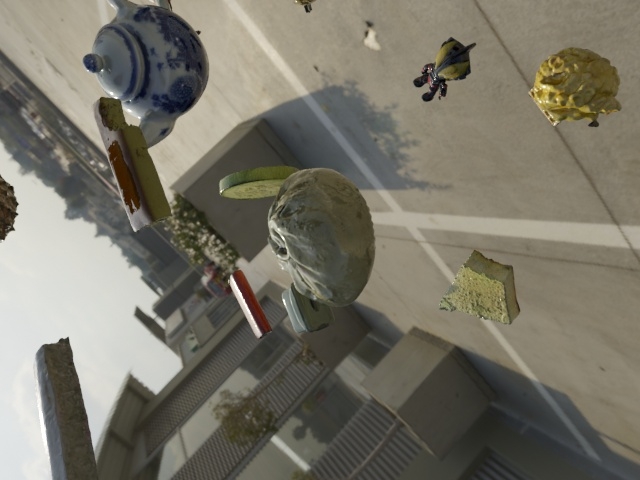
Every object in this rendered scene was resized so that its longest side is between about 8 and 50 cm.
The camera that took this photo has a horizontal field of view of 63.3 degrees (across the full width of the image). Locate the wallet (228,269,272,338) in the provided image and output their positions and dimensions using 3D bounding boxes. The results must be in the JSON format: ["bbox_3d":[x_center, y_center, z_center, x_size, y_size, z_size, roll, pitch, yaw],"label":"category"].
[{"bbox_3d":[-0.212,0.196,1.562,0.204,0.045,0.142,61,160,11],"label":"wallet"}]

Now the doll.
[{"bbox_3d":[0.387,-0.529,1.613,0.127,0.088,0.248,40,150,-13],"label":"doll"}]

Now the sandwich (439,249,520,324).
[{"bbox_3d":[0.358,0.102,1.216,0.193,0.058,0.162,7,122,46],"label":"sandwich"}]

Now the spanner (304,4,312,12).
[{"bbox_3d":[-0.047,-0.755,1.645,0.325,0.026,0.093,-92,-13,-59],"label":"spanner"}]

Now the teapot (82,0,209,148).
[{"bbox_3d":[-0.398,-0.392,1.153,0.252,0.280,0.424,7,108,34],"label":"teapot"}]

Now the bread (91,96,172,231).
[{"bbox_3d":[-0.315,-0.132,0.862,0.088,0.049,0.226,-17,93,51],"label":"bread"}]

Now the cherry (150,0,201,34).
[{"bbox_3d":[-0.388,-0.633,1.347,0.090,0.107,0.225,-4,138,39],"label":"cherry"}]

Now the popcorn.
[{"bbox_3d":[0.547,-0.325,1.103,0.180,0.180,0.170,23,128,60],"label":"popcorn"}]

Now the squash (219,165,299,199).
[{"bbox_3d":[-0.189,-0.175,1.590,0.252,0.252,0.049,146,116,-78],"label":"squash"}]

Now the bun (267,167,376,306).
[{"bbox_3d":[0.000,0.000,1.326,0.326,0.234,0.362,21,120,61],"label":"bun"}]

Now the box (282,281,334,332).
[{"bbox_3d":[-0.046,0.209,1.652,0.093,0.124,0.172,-30,77,45],"label":"box"}]

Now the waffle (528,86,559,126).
[{"bbox_3d":[0.684,-0.413,1.539,0.135,0.021,0.092,55,160,9],"label":"waffle"}]

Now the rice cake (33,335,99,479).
[{"bbox_3d":[-0.430,0.321,0.869,0.064,0.070,0.399,13,-152,-41],"label":"rice cake"}]

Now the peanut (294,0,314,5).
[{"bbox_3d":[-0.053,-0.699,1.400,0.099,0.099,0.214,42,-172,10],"label":"peanut"}]

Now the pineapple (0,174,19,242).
[{"bbox_3d":[-0.654,-0.066,0.883,0.202,0.202,0.362,47,165,-10],"label":"pineapple"}]
